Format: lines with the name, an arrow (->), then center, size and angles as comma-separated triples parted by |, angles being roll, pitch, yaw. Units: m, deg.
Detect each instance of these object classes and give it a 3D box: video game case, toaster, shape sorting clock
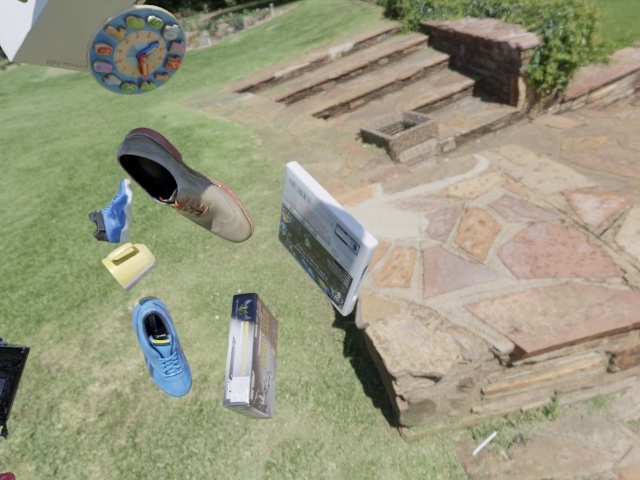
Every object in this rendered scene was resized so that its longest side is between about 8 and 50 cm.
video game case -> 0.000, 0.000, 0.628 | 0.022, 0.173, 0.190 | -26, 59, -30
toaster -> -0.683, 0.277, 0.781 | 0.110, 0.168, 0.186 | 1, 76, 39
shape sorting clock -> -0.365, -0.377, 0.828 | 0.206, 0.206, 0.040 | -35, 80, -28

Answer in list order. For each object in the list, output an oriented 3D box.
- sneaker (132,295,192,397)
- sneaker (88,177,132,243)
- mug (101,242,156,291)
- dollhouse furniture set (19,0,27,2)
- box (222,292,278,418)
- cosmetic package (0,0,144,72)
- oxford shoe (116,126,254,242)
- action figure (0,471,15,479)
sneaker -> -0.280, 0.203, 0.729 | 0.069, 0.209, 0.082 | -21, 18, -24
sneaker -> -0.478, -0.070, 0.926 | 0.084, 0.152, 0.058 | 5, 7, -30
mug -> -0.295, 0.037, 0.641 | 0.064, 0.062, 0.078 | -38, 13, -22
dollhouse furniture set -> -0.392, -0.409, 0.285 | 0.173, 0.303, 0.355 | 18, 7, 36
box -> -0.145, 0.256, 0.891 | 0.056, 0.183, 0.231 | -6, 58, 9
cosmetic package -> -0.558, -0.576, 0.927 | 0.385, 0.156, 0.217 | -33, 0, 29
oxford shoe -> -0.293, -0.089, 0.899 | 0.123, 0.348, 0.130 | -41, 27, 20
action figure -> -0.486, 0.350, 0.484 | 0.139, 0.280, 0.091 | -9, 72, 14
